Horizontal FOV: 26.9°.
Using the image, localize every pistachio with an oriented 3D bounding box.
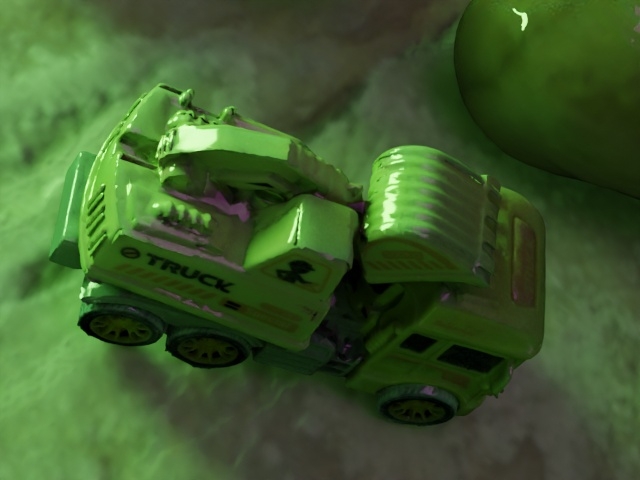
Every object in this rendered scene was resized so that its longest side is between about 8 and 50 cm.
[{"bbox_3d":[0.153,-0.072,0.637,0.185,0.124,0.124,35,54,-14],"label":"pistachio"}]

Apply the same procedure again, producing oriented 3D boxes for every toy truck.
[{"bbox_3d":[0.000,0.000,0.513,0.191,0.116,0.085,18,59,-17],"label":"toy truck"}]
